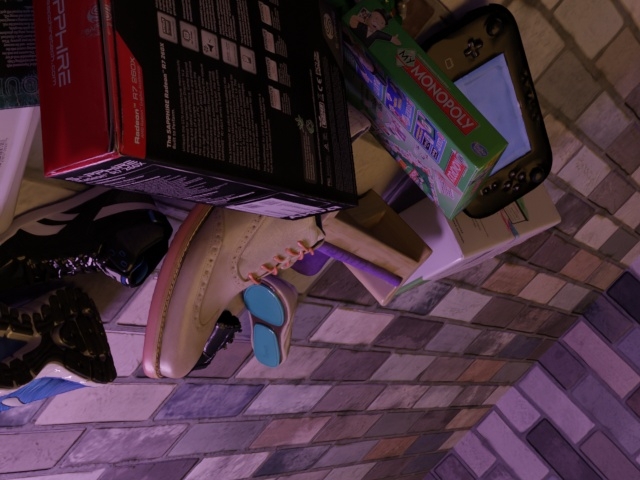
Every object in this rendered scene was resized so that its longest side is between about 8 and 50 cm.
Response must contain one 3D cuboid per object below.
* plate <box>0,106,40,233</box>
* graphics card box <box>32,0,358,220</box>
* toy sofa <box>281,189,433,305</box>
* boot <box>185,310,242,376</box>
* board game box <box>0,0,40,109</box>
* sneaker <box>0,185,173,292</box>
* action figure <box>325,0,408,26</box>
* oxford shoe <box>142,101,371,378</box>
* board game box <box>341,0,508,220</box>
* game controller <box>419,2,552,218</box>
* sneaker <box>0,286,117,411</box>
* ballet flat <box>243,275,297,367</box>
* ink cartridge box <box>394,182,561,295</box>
[{"bbox_3d":[-0.364,-0.079,0.863,0.278,0.045,0.277,-14,141,-45],"label":"plate"},{"bbox_3d":[-0.100,-0.153,0.908,0.094,0.232,0.371,-13,170,31],"label":"graphics card box"},{"bbox_3d":[0.000,0.000,1.369,0.177,0.150,0.362,-48,154,9],"label":"toy sofa"},{"bbox_3d":[-0.177,0.155,1.478,0.099,0.045,0.121,-49,160,19],"label":"boot"},{"bbox_3d":[-0.298,-0.163,0.781,0.186,0.026,0.126,-14,112,-44],"label":"board game box"},{"bbox_3d":[-0.262,0.018,1.063,0.217,0.121,0.079,-32,152,-20],"label":"sneaker"},{"bbox_3d":[0.064,-0.280,1.140,0.137,0.063,0.232,-45,158,-3],"label":"action figure"},{"bbox_3d":[-0.078,-0.002,1.126,0.397,0.147,0.140,-63,176,3],"label":"oxford shoe"},{"bbox_3d":[0.110,-0.139,1.139,0.046,0.213,0.317,-41,173,-4],"label":"board game box"},{"bbox_3d":[0.236,-0.177,1.403,0.166,0.067,0.319,-37,128,-14],"label":"game controller"},{"bbox_3d":[-0.360,0.134,1.133,0.147,0.129,0.330,-23,168,18],"label":"sneaker"},{"bbox_3d":[-0.073,0.108,1.531,0.086,0.086,0.248,-30,153,-23],"label":"ballet flat"},{"bbox_3d":[0.234,-0.017,1.632,0.278,0.117,0.201,-17,169,-42],"label":"ink cartridge box"}]
